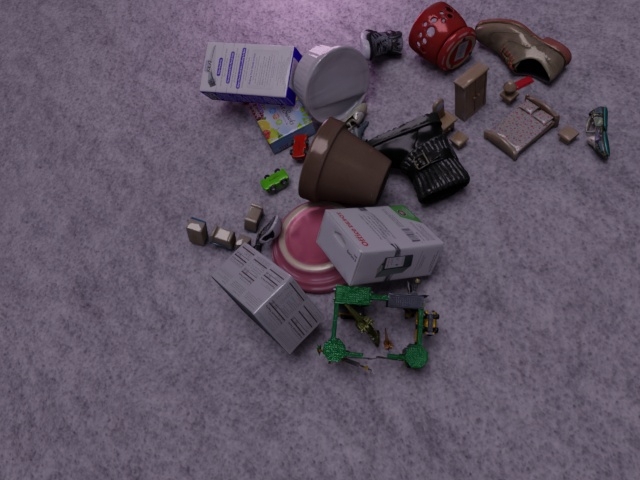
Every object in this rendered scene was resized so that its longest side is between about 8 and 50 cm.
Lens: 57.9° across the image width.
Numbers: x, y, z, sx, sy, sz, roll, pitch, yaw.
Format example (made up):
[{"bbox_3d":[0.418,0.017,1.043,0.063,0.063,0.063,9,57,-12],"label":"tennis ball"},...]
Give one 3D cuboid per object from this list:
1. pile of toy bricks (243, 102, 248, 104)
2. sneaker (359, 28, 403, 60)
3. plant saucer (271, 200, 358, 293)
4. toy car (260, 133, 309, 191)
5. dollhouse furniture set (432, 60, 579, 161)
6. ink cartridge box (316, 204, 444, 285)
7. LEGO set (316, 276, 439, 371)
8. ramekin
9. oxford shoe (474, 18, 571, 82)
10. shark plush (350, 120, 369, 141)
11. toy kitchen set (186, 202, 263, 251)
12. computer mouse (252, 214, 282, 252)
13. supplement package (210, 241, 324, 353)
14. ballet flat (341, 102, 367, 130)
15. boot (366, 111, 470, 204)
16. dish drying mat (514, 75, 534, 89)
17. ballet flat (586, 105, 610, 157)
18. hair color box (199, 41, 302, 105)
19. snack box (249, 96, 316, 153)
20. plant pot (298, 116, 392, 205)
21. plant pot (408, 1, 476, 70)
[{"bbox_3d":[-0.282,-0.618,2.200,0.118,0.105,0.212,-20,80,-15],"label":"pile of toy bricks"},{"bbox_3d":[0.220,-0.703,2.078,0.153,0.101,0.269,3,30,6],"label":"sneaker"},{"bbox_3d":[0.000,0.000,1.805,0.332,0.084,0.332,-6,62,11],"label":"plant saucer"},{"bbox_3d":[-0.098,-0.230,1.971,0.225,0.053,0.239,-29,59,-3],"label":"toy car"},{"bbox_3d":[0.574,-0.379,1.819,0.303,0.174,0.355,-39,60,-8],"label":"dollhouse furniture set"},{"bbox_3d":[0.164,0.006,1.636,0.289,0.122,0.211,-5,38,-31],"label":"ink cartridge box"},{"bbox_3d":[0.151,0.236,1.614,0.331,0.192,0.255,-4,82,0],"label":"LEGO set"},{"bbox_3d":[0.029,-0.550,2.000,0.273,0.273,0.127,-39,48,-9],"label":"ramekin"},{"bbox_3d":[0.664,-0.650,1.971,0.348,0.123,0.130,31,73,26],"label":"oxford shoe"},{"bbox_3d":[0.131,-0.347,1.997,0.067,0.073,0.161,24,48,4],"label":"shark plush"},{"bbox_3d":[-0.312,-0.056,1.913,0.207,0.122,0.166,19,66,0],"label":"toy kitchen set"},{"bbox_3d":[-0.161,-0.018,1.815,0.042,0.193,0.106,30,61,-14],"label":"computer mouse"},{"bbox_3d":[-0.152,0.160,1.642,0.145,0.204,0.262,-44,40,-12],"label":"supplement package"},{"bbox_3d":[0.108,-0.410,2.016,0.168,0.057,0.052,-41,49,1],"label":"ballet flat"},{"bbox_3d":[0.271,-0.222,1.835,0.348,0.131,0.260,-24,78,23],"label":"boot"},{"bbox_3d":[0.683,-0.535,1.971,0.083,0.008,0.032,-26,58,-1],"label":"dish drying mat"},{"bbox_3d":[0.860,-0.330,1.795,0.070,0.070,0.188,5,62,16],"label":"ballet flat"},{"bbox_3d":[-0.247,-0.592,2.058,0.338,0.110,0.185,9,87,15],"label":"hair color box"},{"bbox_3d":[-0.137,-0.436,2.081,0.174,0.070,0.207,-27,60,-2],"label":"snack box"},{"bbox_3d":[0.087,-0.214,1.754,0.229,0.263,0.263,21,68,8],"label":"plant pot"},{"bbox_3d":[0.430,-0.704,2.021,0.191,0.191,0.174,-35,65,-6],"label":"plant pot"}]
